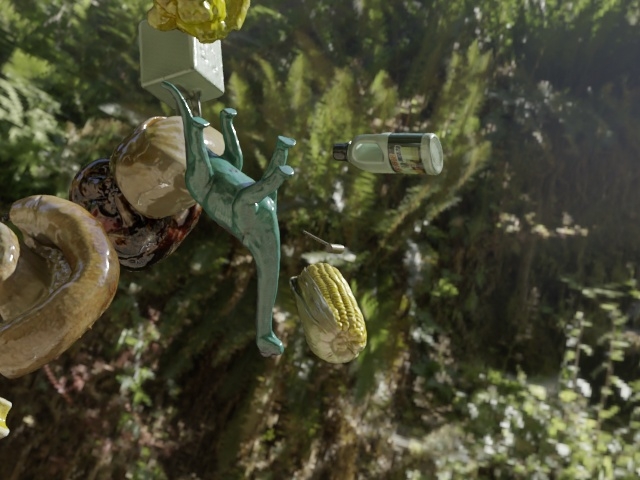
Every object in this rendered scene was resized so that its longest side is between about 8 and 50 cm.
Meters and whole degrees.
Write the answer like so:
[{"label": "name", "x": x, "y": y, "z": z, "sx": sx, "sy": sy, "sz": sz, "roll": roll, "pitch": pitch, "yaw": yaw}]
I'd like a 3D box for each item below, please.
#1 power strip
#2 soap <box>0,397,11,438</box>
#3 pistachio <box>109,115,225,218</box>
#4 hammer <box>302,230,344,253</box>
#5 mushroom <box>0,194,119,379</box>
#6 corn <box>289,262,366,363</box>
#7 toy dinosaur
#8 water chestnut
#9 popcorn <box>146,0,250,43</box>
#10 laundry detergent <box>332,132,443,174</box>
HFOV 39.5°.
[{"label": "power strip", "x": -0.299, "y": -0.368, "z": 1.927, "sx": 0.139, "sy": 0.225, "sz": 0.140, "roll": -13, "pitch": -21, "yaw": 19}, {"label": "soap", "x": -0.710, "y": 0.297, "z": 1.593, "sx": 0.173, "sy": 0.089, "sz": 0.274, "roll": -20, "pitch": -37, "yaw": 15}, {"label": "pistachio", "x": -0.279, "y": -0.138, "z": 1.696, "sx": 0.166, "sy": 0.197, "sz": 0.288, "roll": 8, "pitch": 7, "yaw": 29}, {"label": "hammer", "x": 0.000, "y": 0.000, "z": 1.814, "sx": 0.035, "sy": 0.019, "sz": 0.110, "roll": 6, "pitch": 18, "yaw": -44}, {"label": "mushroom", "x": -0.333, "y": 0.039, "z": 1.137, "sx": 0.151, "sy": 0.286, "sz": 0.156, "roll": -19, "pitch": -45, "yaw": 9}, {"label": "corn", "x": 0.012, "y": 0.142, "z": 1.798, "sx": 0.123, "sy": 0.305, "sz": 0.122, "roll": -8, "pitch": -69, "yaw": -6}, {"label": "toy dinosaur", "x": -0.166, "y": -0.032, "z": 1.453, "sx": 0.383, "sy": 0.129, "sz": 0.331, "roll": 34, "pitch": -60, "yaw": 29}, {"label": "water chestnut", "x": -0.403, "y": -0.082, "z": 1.942, "sx": 0.289, "sy": 0.289, "sz": 0.244, "roll": 17, "pitch": -52, "yaw": 2}, {"label": "popcorn", "x": -0.217, "y": -0.448, "z": 1.600, "sx": 0.155, "sy": 0.198, "sz": 0.198, "roll": 22, "pitch": -24, "yaw": 22}, {"label": "laundry detergent", "x": 0.129, "y": -0.177, "z": 1.795, "sx": 0.225, "sy": 0.070, "sz": 0.099, "roll": 5, "pitch": -25, "yaw": 27}]
